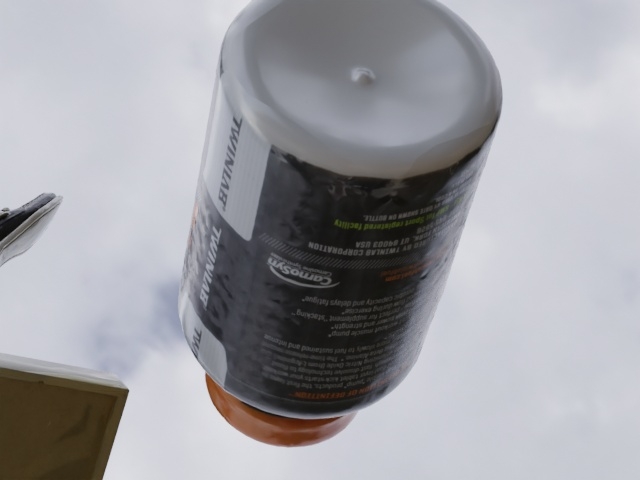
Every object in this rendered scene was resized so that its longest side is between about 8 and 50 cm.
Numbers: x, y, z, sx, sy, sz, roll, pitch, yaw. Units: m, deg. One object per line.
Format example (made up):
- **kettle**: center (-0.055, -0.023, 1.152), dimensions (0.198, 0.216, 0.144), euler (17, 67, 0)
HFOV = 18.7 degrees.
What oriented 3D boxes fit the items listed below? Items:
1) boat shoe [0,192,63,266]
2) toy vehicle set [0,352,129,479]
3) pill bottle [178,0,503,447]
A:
- **boat shoe**: center (-0.234, -0.003, 1.406), dimensions (0.125, 0.038, 0.046), euler (-48, -11, -40)
- **toy vehicle set**: center (-0.250, 0.208, 1.352), dimensions (0.166, 0.035, 0.267), euler (14, -81, -27)
- **pill bottle**: center (0.000, 0.000, 0.946), dimensions (0.130, 0.130, 0.245), euler (-15, -35, -24)
